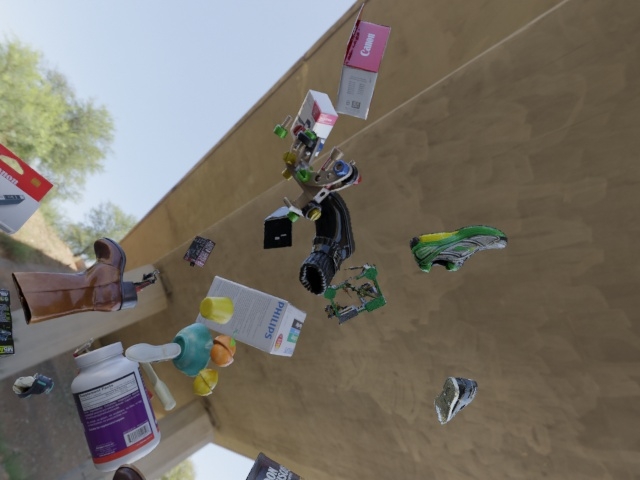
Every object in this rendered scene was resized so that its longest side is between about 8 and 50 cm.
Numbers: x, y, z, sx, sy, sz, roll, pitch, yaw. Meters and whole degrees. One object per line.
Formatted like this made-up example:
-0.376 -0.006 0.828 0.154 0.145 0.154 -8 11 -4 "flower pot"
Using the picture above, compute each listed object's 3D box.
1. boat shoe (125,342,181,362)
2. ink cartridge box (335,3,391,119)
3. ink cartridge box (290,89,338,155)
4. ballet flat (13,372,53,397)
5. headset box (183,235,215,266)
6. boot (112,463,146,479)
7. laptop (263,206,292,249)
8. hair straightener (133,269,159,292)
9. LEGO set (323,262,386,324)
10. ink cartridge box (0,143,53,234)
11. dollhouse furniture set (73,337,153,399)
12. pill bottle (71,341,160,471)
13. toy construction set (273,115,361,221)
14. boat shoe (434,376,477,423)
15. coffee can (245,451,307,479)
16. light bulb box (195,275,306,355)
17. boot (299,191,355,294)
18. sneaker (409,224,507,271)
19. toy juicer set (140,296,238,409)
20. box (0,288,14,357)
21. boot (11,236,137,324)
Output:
-0.401 0.270 0.975 0.038 0.125 0.046 -43 -123 42 "boat shoe"
0.164 -0.664 1.512 0.130 0.309 0.272 15 -33 3 "ink cartridge box"
-0.035 -0.538 1.888 0.237 0.100 0.172 -56 -136 41 "ink cartridge box"
-0.949 0.469 1.329 0.203 0.074 0.074 -17 -85 32 "ballet flat"
-0.333 0.033 1.115 0.062 0.083 0.032 11 -20 41 "headset box"
-0.452 0.655 0.897 0.207 0.090 0.248 62 16 -83 "boot"
-0.196 -0.082 2.296 0.234 0.136 0.264 -7 -100 43 "laptop"
-0.810 0.180 1.857 0.230 0.047 0.089 -27 -129 29 "hair straightener"
0.155 0.251 2.013 0.255 0.331 0.192 58 -2 -12 "LEGO set"
-1.111 -0.210 1.402 0.066 0.261 0.296 -12 -45 32 "ink cartridge box"
-0.845 0.590 1.604 0.374 0.152 0.201 52 -11 -16 "dollhouse furniture set"
-0.598 0.471 1.184 0.181 0.181 0.323 -23 -95 54 "pill bottle"
-0.029 -0.185 1.234 0.257 0.309 0.237 40 -75 7 "toy construction set"
0.391 0.472 1.194 0.233 0.079 0.084 95 -13 -46 "boat shoe"
-0.074 0.664 0.955 0.275 0.201 0.201 28 -46 5 "coffee can"
-0.295 0.351 1.847 0.361 0.225 0.358 17 -14 15 "light bulb box"
0.004 0.001 1.478 0.131 0.260 0.348 6 -51 39 "boot"
0.507 0.039 1.484 0.134 0.344 0.146 69 11 -69 "sneaker"
-0.319 0.309 1.037 0.329 0.089 0.209 -42 -125 17 "toy juicer set"
-0.879 0.209 1.031 0.190 0.045 0.184 48 27 -75 "box"
-0.693 0.100 1.139 0.096 0.280 0.264 -40 -114 33 "boot"
